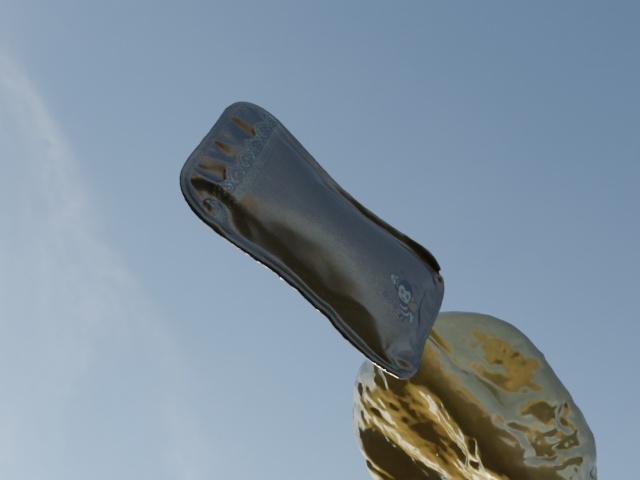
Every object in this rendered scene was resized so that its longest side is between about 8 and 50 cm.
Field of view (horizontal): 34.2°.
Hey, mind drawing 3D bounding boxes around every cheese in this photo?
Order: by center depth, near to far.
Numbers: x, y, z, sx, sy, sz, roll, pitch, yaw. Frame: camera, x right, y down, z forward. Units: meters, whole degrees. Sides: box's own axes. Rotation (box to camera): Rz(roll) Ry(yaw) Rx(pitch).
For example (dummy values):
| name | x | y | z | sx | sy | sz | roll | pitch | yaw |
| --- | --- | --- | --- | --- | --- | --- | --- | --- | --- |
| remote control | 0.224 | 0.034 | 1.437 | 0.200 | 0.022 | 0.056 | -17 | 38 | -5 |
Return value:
| name | x | y | z | sx | sy | sz | roll | pitch | yaw |
| --- | --- | --- | --- | --- | --- | --- | --- | --- | --- |
| cheese | 0.122 | 0.178 | 0.893 | 0.226 | 0.117 | 0.214 | 54 | -38 | 25 |

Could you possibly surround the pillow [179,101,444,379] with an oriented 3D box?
| name | x | y | z | sx | sy | sz | roll | pitch | yaw |
| --- | --- | --- | --- | --- | --- | --- | --- | --- | --- |
| pillow | 0.000 | 0.000 | 0.727 | 0.217 | 0.130 | 0.033 | 43 | -48 | -13 |
